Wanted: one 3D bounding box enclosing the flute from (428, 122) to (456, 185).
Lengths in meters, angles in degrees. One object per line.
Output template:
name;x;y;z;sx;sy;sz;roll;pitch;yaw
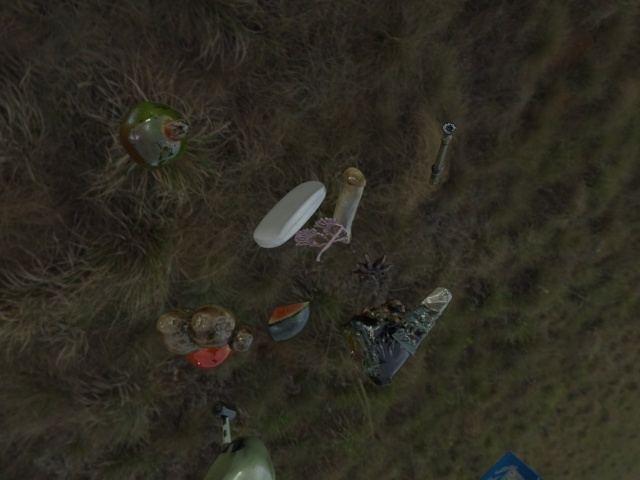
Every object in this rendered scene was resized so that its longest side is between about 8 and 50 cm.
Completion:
flute;0.245;-0.167;0.849;0.027;0.027;0.233;-36;162;-4

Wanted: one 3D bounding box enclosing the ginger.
ginger;-0.366;0.285;1.306;0.305;0.155;0.244;-2;147;24

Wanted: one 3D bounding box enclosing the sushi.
sushi;0.199;0.296;1.286;0.219;0.239;0.224;-28;101;-31

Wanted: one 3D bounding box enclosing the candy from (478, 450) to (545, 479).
candy;0.410;0.570;0.781;0.157;0.100;0.305;-41;102;-6

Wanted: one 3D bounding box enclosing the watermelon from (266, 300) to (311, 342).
watermelon;-0.112;0.316;1.518;0.193;0.137;0.145;-22;109;-30

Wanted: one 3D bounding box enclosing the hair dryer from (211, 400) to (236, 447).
hair dryer;-0.344;0.689;1.503;0.057;0.197;0.100;-22;147;9

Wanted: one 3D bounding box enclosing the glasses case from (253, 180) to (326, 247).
glasses case;-0.071;-0.068;1.009;0.233;0.092;0.059;-51;133;-34

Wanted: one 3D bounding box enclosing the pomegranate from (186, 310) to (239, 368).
pomegranate;-0.439;0.398;1.696;0.256;0.221;0.221;-49;136;-4

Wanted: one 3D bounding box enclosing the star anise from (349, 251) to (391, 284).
star anise;0.160;0.097;1.334;0.141;0.042;0.140;0;127;0

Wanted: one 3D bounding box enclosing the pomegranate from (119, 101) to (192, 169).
pomegranate;-0.422;-0.280;1.099;0.180;0.210;0.179;-7;98;-60

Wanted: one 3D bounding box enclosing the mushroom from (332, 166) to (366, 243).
mushroom;0.114;-0.140;1.748;0.095;0.122;0.350;-14;134;-26

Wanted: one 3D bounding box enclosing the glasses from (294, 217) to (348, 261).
glasses;-0.004;-0.008;1.749;0.256;0.095;0.162;-31;128;34

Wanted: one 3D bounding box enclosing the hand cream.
hand cream;0.301;0.219;1.189;0.248;0.075;0.052;-42;151;-29

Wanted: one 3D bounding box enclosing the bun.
bun;-0.212;0.673;1.079;0.187;0.293;0.293;35;104;-3
